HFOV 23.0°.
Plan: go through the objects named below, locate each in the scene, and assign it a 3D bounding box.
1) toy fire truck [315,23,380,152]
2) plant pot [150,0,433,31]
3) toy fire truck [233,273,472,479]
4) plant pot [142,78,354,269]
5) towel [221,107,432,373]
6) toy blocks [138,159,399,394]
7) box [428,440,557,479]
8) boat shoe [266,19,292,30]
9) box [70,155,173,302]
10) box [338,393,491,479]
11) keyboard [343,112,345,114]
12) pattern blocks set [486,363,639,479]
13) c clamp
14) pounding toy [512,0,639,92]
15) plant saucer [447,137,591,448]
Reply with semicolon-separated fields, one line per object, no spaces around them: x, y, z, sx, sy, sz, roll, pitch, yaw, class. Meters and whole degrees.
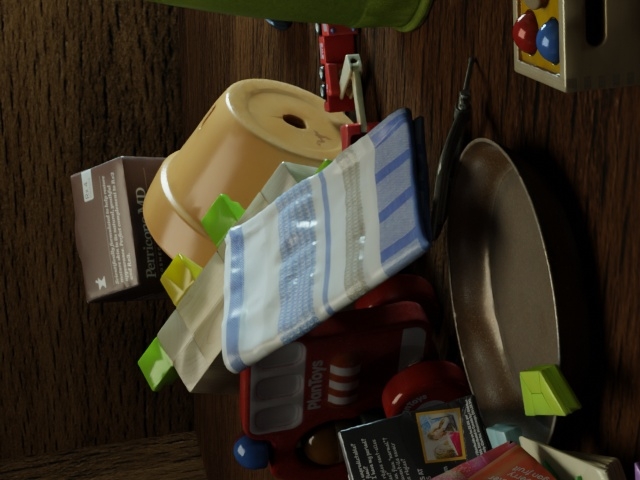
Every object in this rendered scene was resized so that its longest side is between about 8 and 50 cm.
0.035;-0.210;2.044;0.135;0.047;0.192;-147;52;-74;toy fire truck
-0.083;-0.398;1.750;0.366;0.353;0.366;172;90;-78;plant pot
0.024;0.183;1.819;0.302;0.254;0.169;96;163;-47;toy fire truck
-0.070;-0.081;2.110;0.203;0.291;0.291;-65;27;28;plant pot
0.000;0.000;1.647;0.285;0.034;0.209;-34;37;30;towel
-0.010;0.057;1.910;0.381;0.261;0.191;-53;52;26;toy blocks
0.166;0.343;1.315;0.154;0.142;0.300;44;153;59;box
-0.105;-0.398;2.472;0.258;0.109;0.089;-114;17;-60;boat shoe
-0.171;-0.017;2.328;0.143;0.381;0.191;-17;79;46;box
0.110;0.264;1.567;0.247;0.142;0.163;65;-171;-75;box
0.025;-0.174;2.212;0.072;0.014;0.256;-138;42;-80;keyboard
0.225;0.240;1.301;0.325;0.026;0.285;133;117;-74;pattern blocks set
0.136;-0.083;1.595;0.137;0.022;0.161;-68;-12;-45;c clamp
0.182;-0.195;1.212;0.130;0.100;0.141;-134;38;-70;pounding toy
0.187;0.056;1.472;0.310;0.050;0.311;174;90;-78;plant saucer
